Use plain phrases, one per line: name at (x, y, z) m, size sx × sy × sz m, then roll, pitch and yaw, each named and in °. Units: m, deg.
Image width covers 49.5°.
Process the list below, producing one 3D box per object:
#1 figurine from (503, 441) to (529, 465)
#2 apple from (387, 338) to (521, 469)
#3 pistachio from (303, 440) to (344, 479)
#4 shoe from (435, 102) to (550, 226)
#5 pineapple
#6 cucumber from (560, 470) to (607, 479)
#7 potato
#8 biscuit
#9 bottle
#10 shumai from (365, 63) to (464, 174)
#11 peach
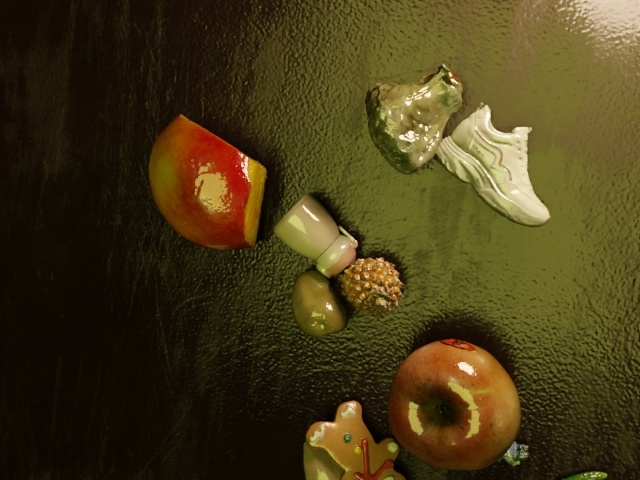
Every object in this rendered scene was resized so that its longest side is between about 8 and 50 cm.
figurine at (0.497, 0.574, 1.893) m, size 0.136 × 0.079 × 0.077 m, roll -4°, pitch 56°, yaw 20°
apple at (0.352, 0.416, 1.797) m, size 0.338 × 0.305 × 0.339 m, roll 2°, pitch 95°, yaw 28°
pistachio at (0.029, 0.675, 2.001) m, size 0.153 × 0.138 × 0.238 m, roll -39°, pitch 82°, yaw -9°
shoe at (0.469, -0.192, 1.751) m, size 0.342 × 0.132 × 0.210 m, roll 42°, pitch 109°, yaw 9°
pineapple at (0.148, 0.144, 1.852) m, size 0.161 × 0.137 × 0.176 m, roll -38°, pitch 123°, yaw 12°
cucumber at (0.688, 0.652, 1.874) m, size 0.168 × 0.039 × 0.039 m, roll -24°, pitch 92°, yaw 14°
potato at (-0.010, 0.174, 1.924) m, size 0.157 × 0.157 × 0.194 m, roll -22°, pitch 79°, yaw 17°
biscuit at (0.130, 0.617, 1.948) m, size 0.216 × 0.047 × 0.340 m, roll -33°, pitch 80°, yaw -21°
bottle at (0.000, 0.000, 1.904) m, size 0.236 × 0.147 × 0.147 m, roll 44°, pitch 106°, yaw -4°
shumai at (0.243, -0.310, 1.723) m, size 0.222 × 0.225 × 0.261 m, roll -16°, pitch 58°, yaw 42°
peach at (-0.313, -0.139, 1.911) m, size 0.380 × 0.242 × 0.306 m, roll 37°, pitch 101°, yaw 6°
